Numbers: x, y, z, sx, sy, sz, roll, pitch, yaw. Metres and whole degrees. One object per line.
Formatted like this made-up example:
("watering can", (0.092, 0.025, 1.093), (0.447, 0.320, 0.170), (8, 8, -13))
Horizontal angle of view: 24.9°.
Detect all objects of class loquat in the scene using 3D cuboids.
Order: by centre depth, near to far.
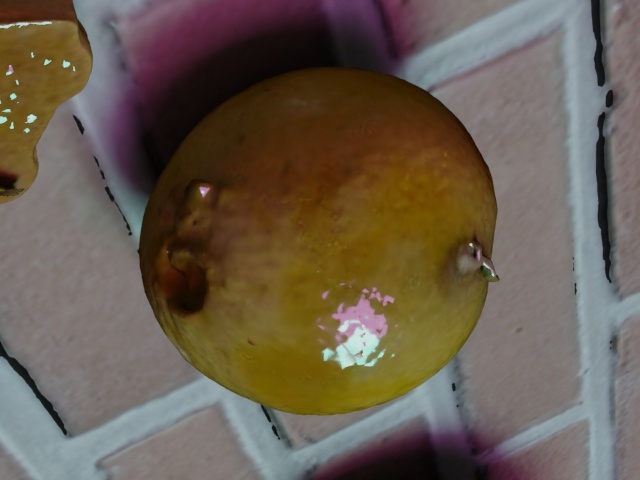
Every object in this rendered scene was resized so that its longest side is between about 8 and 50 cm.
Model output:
("loquat", (0.000, 0.000, 0.566), (0.141, 0.141, 0.141), (-19, 144, -14))

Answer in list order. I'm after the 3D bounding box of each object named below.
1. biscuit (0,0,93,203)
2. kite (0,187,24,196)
("biscuit", (-0.166, -0.053, 0.475), (0.184, 0.027, 0.133), (-4, 141, -29))
("kite", (-0.193, 0.044, 0.457), (0.245, 0.015, 0.141), (-28, 158, -49))
